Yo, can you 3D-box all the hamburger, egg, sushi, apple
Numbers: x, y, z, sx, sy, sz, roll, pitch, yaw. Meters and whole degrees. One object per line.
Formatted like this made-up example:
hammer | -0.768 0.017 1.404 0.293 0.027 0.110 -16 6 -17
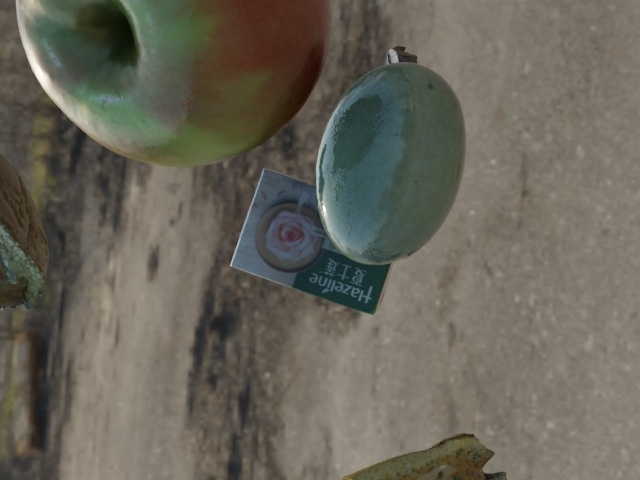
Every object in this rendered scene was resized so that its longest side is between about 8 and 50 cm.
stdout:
hamburger | -0.512 -0.039 1.811 0.211 0.132 0.309 -106 -8 -45
egg | 0.079 -0.087 1.368 0.169 0.169 0.236 -141 65 -67
sushi | 0.166 -0.345 2.336 0.120 0.055 0.052 -120 35 -67
hamburger | 0.117 0.365 1.605 0.156 0.283 0.144 -47 62 53
apple | -0.141 -0.237 1.233 0.277 0.319 0.319 -40 -22 -48

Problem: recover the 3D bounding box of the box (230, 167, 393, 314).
box | 0.000 0.000 1.527 0.081 0.199 0.135 -9 -63 -84
